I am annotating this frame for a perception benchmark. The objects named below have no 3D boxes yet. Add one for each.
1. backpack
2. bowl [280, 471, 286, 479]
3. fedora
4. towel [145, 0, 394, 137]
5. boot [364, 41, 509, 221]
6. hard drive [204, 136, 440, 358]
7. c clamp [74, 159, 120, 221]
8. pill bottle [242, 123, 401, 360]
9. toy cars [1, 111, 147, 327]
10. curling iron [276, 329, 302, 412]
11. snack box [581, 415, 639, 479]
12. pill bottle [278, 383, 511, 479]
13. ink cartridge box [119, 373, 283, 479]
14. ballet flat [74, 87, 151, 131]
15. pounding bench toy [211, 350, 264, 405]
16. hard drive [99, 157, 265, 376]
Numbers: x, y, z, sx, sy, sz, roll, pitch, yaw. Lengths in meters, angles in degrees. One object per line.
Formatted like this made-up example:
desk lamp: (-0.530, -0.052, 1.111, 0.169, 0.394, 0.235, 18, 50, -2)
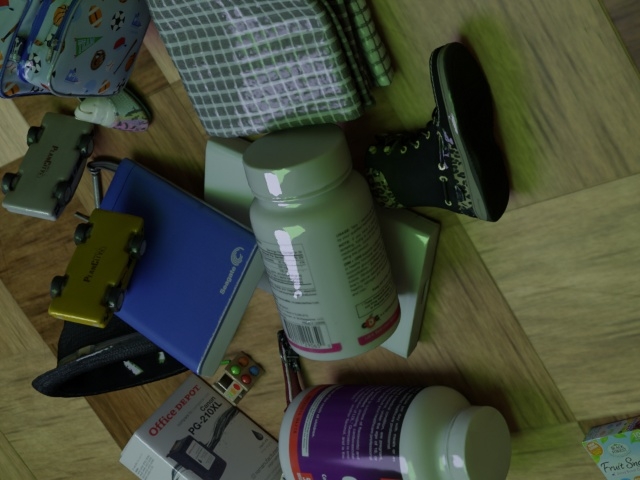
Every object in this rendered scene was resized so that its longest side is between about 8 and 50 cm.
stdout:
backpack: (-0.346, -0.316, 1.699, 0.213, 0.276, 0.263, 19, 103, 15)
bowl: (0.017, 0.419, 2.112, 0.170, 0.170, 0.080, -9, 160, 41)
fedora: (-0.313, 0.140, 2.078, 0.334, 0.334, 0.152, -29, 70, 46)
towel: (-0.072, -0.255, 1.644, 0.284, 0.121, 0.235, -3, 121, 38)
boot: (0.127, -0.130, 1.619, 0.178, 0.085, 0.236, 4, 125, 38)
hard drive: (-0.009, 0.005, 1.854, 0.353, 0.047, 0.233, 24, 134, 20)
c clamp: (-0.340, -0.068, 2.063, 0.137, 0.022, 0.160, 26, 135, 18)
pill bottle: (0.000, 0.000, 1.692, 0.160, 0.160, 0.283, 5, 124, 34)
toy cars: (-0.360, -0.023, 1.920, 0.393, 0.176, 0.087, 59, 164, 32)
curling iron: (-0.041, 0.261, 2.043, 0.035, 0.068, 0.274, -5, 113, 0)
snack box: (0.435, 0.309, 1.764, 0.100, 0.037, 0.141, -25, 105, 44)
pill bottle: (0.107, 0.301, 1.898, 0.323, 0.181, 0.181, -5, 119, 39)
ink cartridge box: (-0.188, 0.366, 2.177, 0.237, 0.172, 0.100, 39, 137, 6)
ballet flat: (-0.350, -0.226, 1.904, 0.221, 0.079, 0.077, 46, 139, -2)
pounding bench toy: (-0.144, 0.212, 2.112, 0.083, 0.052, 0.065, 40, 137, 4)
hard drive: (-0.224, 0.033, 1.891, 0.319, 0.040, 0.210, 30, 97, 38)
